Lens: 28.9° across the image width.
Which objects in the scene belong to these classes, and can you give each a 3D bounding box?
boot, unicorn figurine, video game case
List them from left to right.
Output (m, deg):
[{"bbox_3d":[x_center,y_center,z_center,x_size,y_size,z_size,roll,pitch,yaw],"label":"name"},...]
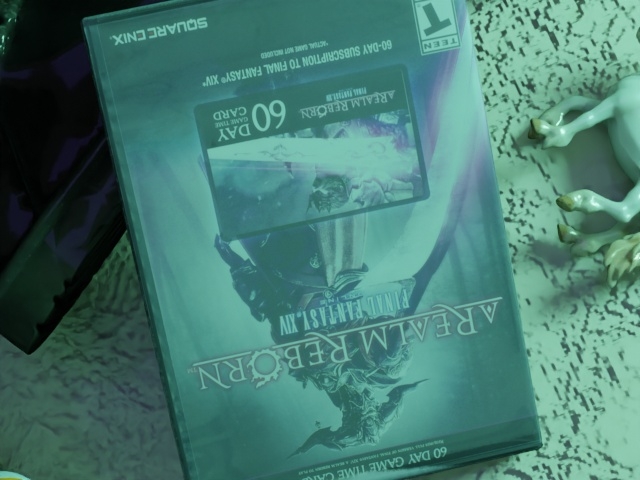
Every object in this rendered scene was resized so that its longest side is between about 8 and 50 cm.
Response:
[{"bbox_3d":[-0.181,-0.137,0.704,0.260,0.131,0.348,35,83,-1],"label":"boot"},{"bbox_3d":[0.000,0.000,0.657,0.196,0.026,0.274,-12,98,-4],"label":"video game case"},{"bbox_3d":[0.178,-0.062,0.708,0.111,0.060,0.162,-15,90,4],"label":"unicorn figurine"}]

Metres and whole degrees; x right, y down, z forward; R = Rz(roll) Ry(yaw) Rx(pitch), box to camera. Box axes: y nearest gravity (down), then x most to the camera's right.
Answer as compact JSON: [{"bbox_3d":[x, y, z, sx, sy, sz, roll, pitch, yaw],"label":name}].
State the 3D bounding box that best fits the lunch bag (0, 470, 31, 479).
[{"bbox_3d":[-0.193,0.250,0.535,0.243,0.115,0.303,-19,80,29],"label":"lunch bag"}]
